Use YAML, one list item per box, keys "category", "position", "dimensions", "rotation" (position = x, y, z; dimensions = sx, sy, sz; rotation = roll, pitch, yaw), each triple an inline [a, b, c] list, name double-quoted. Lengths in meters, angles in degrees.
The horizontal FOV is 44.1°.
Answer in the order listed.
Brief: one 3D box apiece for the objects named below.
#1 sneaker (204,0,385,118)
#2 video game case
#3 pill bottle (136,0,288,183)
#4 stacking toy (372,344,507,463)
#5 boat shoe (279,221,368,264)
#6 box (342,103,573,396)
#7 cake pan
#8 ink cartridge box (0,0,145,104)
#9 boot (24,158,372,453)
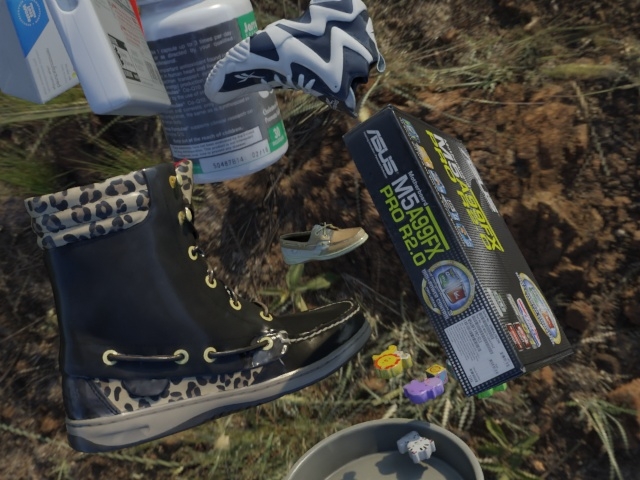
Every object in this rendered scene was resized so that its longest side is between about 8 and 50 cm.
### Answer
- category: "sneaker"
  position: [-0.022, -0.205, 1.022]
  dimensions: [0.234, 0.094, 0.153]
  rotation: [-31, 90, 0]
- category: "video game case"
  position: [-0.132, -0.151, 0.428]
  dimensions: [0.022, 0.190, 0.173]
  rotation: [-21, 100, -1]
- category: "pill bottle"
  position: [-0.193, -0.295, 1.328]
  dimensions: [0.204, 0.204, 0.361]
  rotation: [-16, 112, -1]
- category: "stacking toy"
  position: [0.183, 0.198, 1.151]
  dimensions: [0.221, 0.052, 0.167]
  rotation: [-28, 115, -26]
- category: "boat shoe"
  position: [0.000, 0.000, 1.099]
  dimensions: [0.135, 0.050, 0.045]
  rotation: [-14, 109, 27]
- category: "box"
  position: [0.143, 0.010, 0.789]
  dimensions: [0.060, 0.216, 0.270]
  rotation: [-31, 73, 24]
- category: "cake pan"
  position: [0.081, 0.364, 1.081]
  dimensions: [0.293, 0.293, 0.054]
  rotation: [-17, 118, -1]
- category: "ink cartridge box"
  position: [-0.302, -0.283, 0.978]
  dimensions: [0.078, 0.231, 0.134]
  rotation: [18, 134, 29]
- category: "boot"
  position: [-0.132, 0.048, 0.903]
  dimensions: [0.377, 0.138, 0.284]
  rotation: [-16, 95, -23]
